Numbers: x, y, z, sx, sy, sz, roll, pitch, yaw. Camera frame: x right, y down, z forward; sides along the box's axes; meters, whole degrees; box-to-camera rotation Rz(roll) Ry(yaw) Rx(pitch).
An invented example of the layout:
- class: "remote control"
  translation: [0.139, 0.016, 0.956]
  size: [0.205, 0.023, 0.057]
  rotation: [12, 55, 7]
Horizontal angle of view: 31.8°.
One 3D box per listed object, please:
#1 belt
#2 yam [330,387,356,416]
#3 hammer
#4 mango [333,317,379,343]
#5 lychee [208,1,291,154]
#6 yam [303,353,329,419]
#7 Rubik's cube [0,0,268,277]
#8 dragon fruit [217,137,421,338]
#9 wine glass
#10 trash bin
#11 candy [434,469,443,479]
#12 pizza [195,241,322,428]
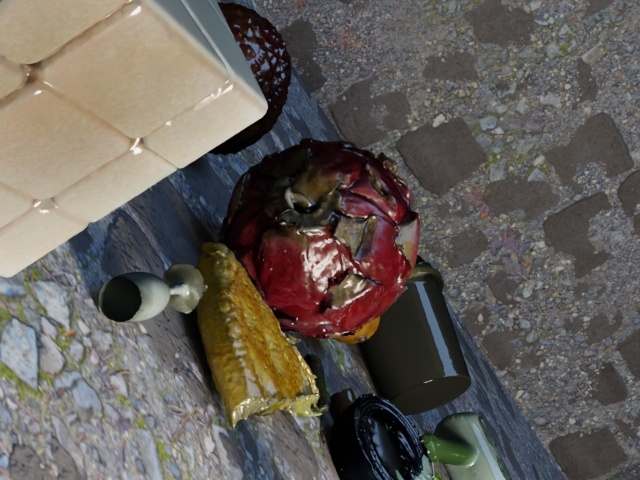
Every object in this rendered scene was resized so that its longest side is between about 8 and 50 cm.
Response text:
- class: "belt"
  translation: [0.096, 0.337, 1.719]
  size: [0.151, 0.078, 0.198]
  rotation: [12, 45, -40]
- class: "yam"
  translation: [0.090, 0.385, 1.768]
  size: [0.045, 0.045, 0.327]
  rotation: [100, -29, -58]
- class: "hammer"
  translation: [0.268, 0.436, 2.263]
  size: [0.335, 0.119, 0.206]
  rotation: [27, 33, -57]
- class: "mango"
  translation: [-0.016, 0.029, 1.975]
  size: [0.359, 0.144, 0.187]
  rotation: [56, -1, 13]
- class: "lychee"
  translation: [-0.165, -0.273, 1.859]
  size: [0.260, 0.260, 0.260]
  rotation: [56, 12, -18]
- class: "yam"
  translation: [-0.003, 0.234, 1.790]
  size: [0.033, 0.027, 0.129]
  rotation: [49, 16, -38]
- class: "Rubik's cube"
  translation: [-0.286, -0.202, 0.961]
  size: [0.322, 0.316, 0.319]
  rotation: [63, 12, 24]
- class: "dragon fruit"
  translation: [-0.001, -0.003, 1.720]
  size: [0.329, 0.329, 0.329]
  rotation: [56, 12, -18]
- class: "wine glass"
  translation: [-0.196, 0.060, 1.316]
  size: [0.066, 0.066, 0.198]
  rotation: [61, 12, 6]
- class: "trash bin"
  translation: [0.161, 0.159, 2.222]
  size: [0.214, 0.214, 0.334]
  rotation: [41, 26, -57]
- class: "candy"
  translation: [0.188, 0.457, 1.884]
  size: [0.209, 0.096, 0.097]
  rotation: [55, 12, -33]
- class: "pizza"
  translation: [-0.079, 0.175, 1.518]
  size: [0.288, 0.075, 0.280]
  rotation: [52, 18, -42]
